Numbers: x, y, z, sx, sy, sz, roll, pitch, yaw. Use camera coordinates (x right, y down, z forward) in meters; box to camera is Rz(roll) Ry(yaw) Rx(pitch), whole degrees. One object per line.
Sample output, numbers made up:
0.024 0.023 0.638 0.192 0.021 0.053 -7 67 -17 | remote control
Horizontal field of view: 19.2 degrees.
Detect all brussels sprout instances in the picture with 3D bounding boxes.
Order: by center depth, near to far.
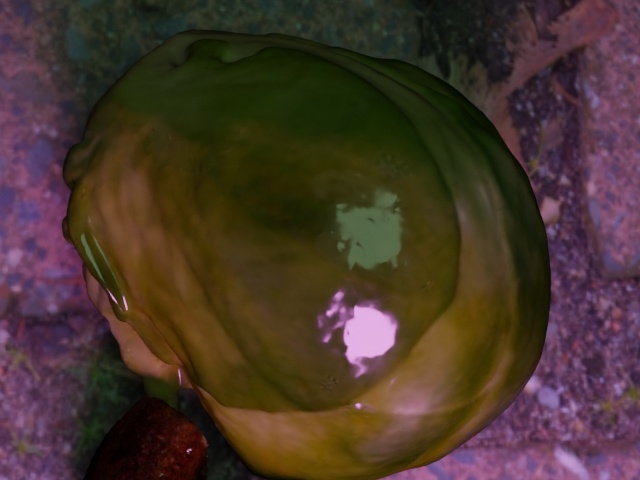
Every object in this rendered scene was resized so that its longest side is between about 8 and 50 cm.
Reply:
0.000 0.000 1.396 0.371 0.315 0.276 49 47 -3 | brussels sprout

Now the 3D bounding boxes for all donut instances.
-0.085 0.214 1.381 0.217 0.085 0.141 31 56 8 | donut
